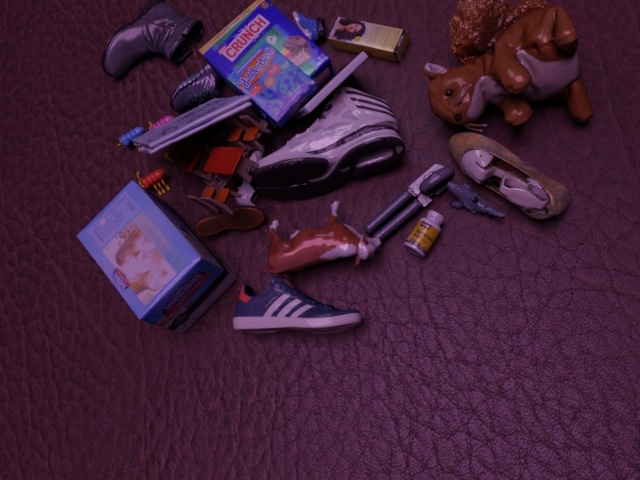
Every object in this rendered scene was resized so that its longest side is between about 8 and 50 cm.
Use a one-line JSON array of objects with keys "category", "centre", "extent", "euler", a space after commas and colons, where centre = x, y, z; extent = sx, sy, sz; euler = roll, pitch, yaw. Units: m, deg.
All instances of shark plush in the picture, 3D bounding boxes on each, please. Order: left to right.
[{"category": "shark plush", "centre": [0.395, -0.095, 1.479], "extent": [0.073, 0.067, 0.161], "euler": [-42, 66, -1]}]

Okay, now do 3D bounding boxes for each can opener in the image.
[{"category": "can opener", "centre": [0.233, -0.105, 1.524], "extent": [0.280, 0.093, 0.074], "euler": [-42, 66, 5]}]

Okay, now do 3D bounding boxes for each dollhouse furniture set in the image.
[{"category": "dollhouse furniture set", "centre": [-0.299, -0.224, 1.596], "extent": [0.259, 0.135, 0.262], "euler": [10, 73, 48]}]

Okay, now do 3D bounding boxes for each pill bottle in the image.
[{"category": "pill bottle", "centre": [0.273, -0.019, 1.492], "extent": [0.065, 0.065, 0.116], "euler": [31, 82, 23]}]

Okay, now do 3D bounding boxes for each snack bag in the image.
[{"category": "snack bag", "centre": [-0.386, -0.338, 1.663], "extent": [0.323, 0.037, 0.342], "euler": [-32, 24, -18]}]

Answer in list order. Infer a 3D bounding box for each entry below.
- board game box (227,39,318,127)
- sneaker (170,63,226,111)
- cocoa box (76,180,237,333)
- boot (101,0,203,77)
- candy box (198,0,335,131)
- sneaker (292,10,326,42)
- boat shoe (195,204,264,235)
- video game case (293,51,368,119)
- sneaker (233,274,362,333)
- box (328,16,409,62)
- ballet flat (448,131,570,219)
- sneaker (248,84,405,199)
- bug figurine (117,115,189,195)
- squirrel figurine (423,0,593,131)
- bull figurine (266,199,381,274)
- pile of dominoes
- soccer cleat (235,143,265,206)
[{"category": "board game box", "centre": [-0.137, -0.448, 1.633], "extent": [0.210, 0.047, 0.160], "euler": [42, 88, 14]}, {"category": "sneaker", "centre": [-0.379, -0.482, 1.838], "extent": [0.224, 0.083, 0.098], "euler": [-43, 70, -1]}, {"category": "cocoa box", "centre": [-0.454, 0.048, 1.599], "extent": [0.231, 0.228, 0.347], "euler": [-45, 66, -1]}, {"category": "boot", "centre": [-0.571, -0.658, 1.941], "extent": [0.223, 0.118, 0.338], "euler": [38, 90, 19]}, {"category": "candy box", "centre": [-0.161, -0.540, 1.742], "extent": [0.268, 0.122, 0.317], "euler": [-43, 75, -2]}, {"category": "sneaker", "centre": [-0.031, -0.683, 1.815], "extent": [0.084, 0.058, 0.152], "euler": [-21, 53, -6]}, {"category": "boat shoe", "centre": [-0.262, -0.069, 1.668], "extent": [0.207, 0.073, 0.073], "euler": [-8, 30, 8]}, {"category": "video game case", "centre": [0.023, -0.438, 1.643], "extent": [0.227, 0.206, 0.026], "euler": [-45, 103, -4]}, {"category": "sneaker", "centre": [-0.064, 0.163, 1.496], "extent": [0.350, 0.131, 0.148], "euler": [-2, 73, 15]}, {"category": "box", "centre": [0.145, -0.608, 1.733], "extent": [0.232, 0.058, 0.087], "euler": [19, 78, 21]}, {"category": "ballet flat", "centre": [0.457, -0.164, 1.448], "extent": [0.348, 0.123, 0.123], "euler": [36, 85, 21]}, {"category": "sneaker", "centre": [0.004, -0.284, 1.639], "extent": [0.447, 0.169, 0.257], "euler": [-15, 55, 11]}, {"category": "bug figurine", "centre": [-0.526, -0.291, 1.822], "extent": [0.216, 0.072, 0.279], "euler": [-34, 65, 4]}, {"category": "squirrel figurine", "centre": [0.462, -0.462, 1.514], "extent": [0.370, 0.281, 0.397], "euler": [-19, 53, 21]}, {"category": "bull figurine", "centre": [0.000, 0.000, 1.523], "extent": [0.310, 0.101, 0.188], "euler": [-13, 42, 5]}, {"category": "pile of dominoes", "centre": [-0.266, -0.270, 1.733], "extent": [0.251, 0.040, 0.196], "euler": [-54, 43, 1]}, {"category": "soccer cleat", "centre": [-0.191, -0.189, 1.693], "extent": [0.076, 0.068, 0.196], "euler": [17, 84, 15]}]
